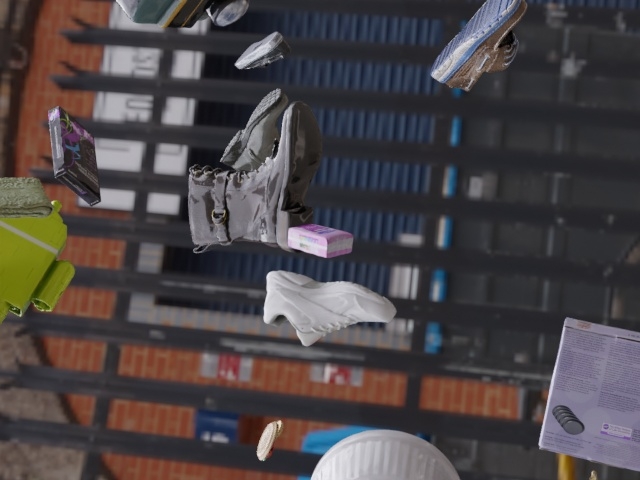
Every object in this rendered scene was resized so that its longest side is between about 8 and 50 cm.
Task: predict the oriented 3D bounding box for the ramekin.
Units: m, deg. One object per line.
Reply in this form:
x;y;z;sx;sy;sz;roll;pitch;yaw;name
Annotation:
0.106;0.463;1.995;0.127;0.273;0.273;-72;-15;-67;ramekin

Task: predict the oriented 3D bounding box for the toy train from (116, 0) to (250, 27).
-0.217;-0.391;1.433;0.142;0.334;0.190;-43;-16;31;toy train

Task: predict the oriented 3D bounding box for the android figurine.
-0.550;0.021;2.092;0.273;0.248;0.056;-65;3;-29;android figurine

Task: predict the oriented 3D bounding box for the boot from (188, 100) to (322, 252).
-0.120;-0.099;1.937;0.091;0.229;0.263;1;-84;-57;boot

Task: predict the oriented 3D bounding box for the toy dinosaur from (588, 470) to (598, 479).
0.440;0.426;1.767;0.183;0.053;0.092;52;168;43;toy dinosaur

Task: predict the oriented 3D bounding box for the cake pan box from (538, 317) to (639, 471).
0.548;0.285;2.174;0.070;0.267;0.245;-40;-42;-69;cake pan box

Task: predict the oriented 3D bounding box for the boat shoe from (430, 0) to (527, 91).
0.213;-0.250;1.517;0.183;0.066;0.066;-39;26;57;boat shoe

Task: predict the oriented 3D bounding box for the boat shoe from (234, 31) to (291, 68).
-0.098;-0.309;2.016;0.049;0.040;0.142;-56;20;-24;boat shoe

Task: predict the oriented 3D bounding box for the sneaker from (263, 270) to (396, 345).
0.012;0.123;1.984;0.090;0.232;0.115;35;-115;-63;sneaker

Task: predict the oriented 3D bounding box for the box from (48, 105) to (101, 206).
-0.456;-0.156;2.235;0.116;0.029;0.162;46;-153;-53;box

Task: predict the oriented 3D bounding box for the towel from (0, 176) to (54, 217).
-0.500;-0.066;1.880;0.110;0.148;0.027;51;138;50;towel

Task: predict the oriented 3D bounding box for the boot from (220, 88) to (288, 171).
-0.093;-0.208;2.586;0.246;0.161;0.083;-47;16;41;boot

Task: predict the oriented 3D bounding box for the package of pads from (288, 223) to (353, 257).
0.000;0.000;1.641;0.050;0.083;0.032;-9;-73;-41;package of pads

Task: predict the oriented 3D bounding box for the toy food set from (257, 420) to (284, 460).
-0.100;0.393;2.357;0.082;0.020;0.083;-37;32;64;toy food set
